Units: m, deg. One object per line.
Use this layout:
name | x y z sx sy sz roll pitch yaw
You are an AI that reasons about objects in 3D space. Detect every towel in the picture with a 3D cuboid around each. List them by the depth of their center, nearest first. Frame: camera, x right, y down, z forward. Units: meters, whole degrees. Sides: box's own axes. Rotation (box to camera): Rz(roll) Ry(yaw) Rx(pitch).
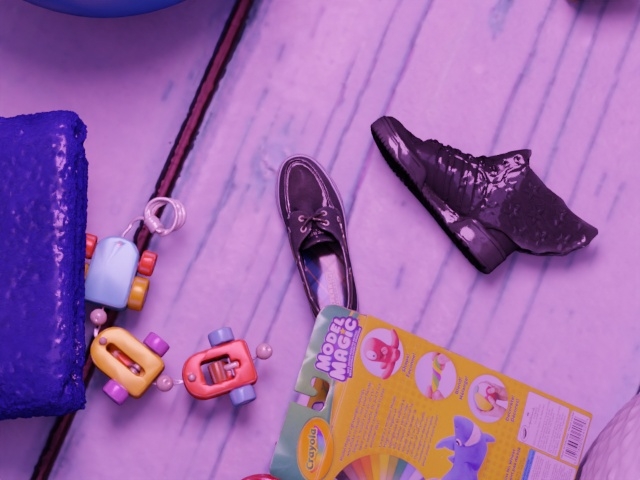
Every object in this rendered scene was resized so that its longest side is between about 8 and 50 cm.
towel | -0.314 0.021 1.447 0.308 0.076 0.227 -2 82 13

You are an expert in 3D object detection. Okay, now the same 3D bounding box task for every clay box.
clay box | 0.068 0.138 1.330 0.222 0.053 0.127 25 73 -22

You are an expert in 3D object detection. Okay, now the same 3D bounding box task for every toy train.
toy train | -0.116 0.058 1.463 0.125 0.046 0.166 -23 79 -8

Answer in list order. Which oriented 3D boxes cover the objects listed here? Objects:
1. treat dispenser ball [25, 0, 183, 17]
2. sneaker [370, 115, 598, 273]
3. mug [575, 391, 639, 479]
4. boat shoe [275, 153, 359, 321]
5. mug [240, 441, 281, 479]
treat dispenser ball | -0.155 -0.302 1.407 0.288 0.288 0.288 -1 79 3
sneaker | 0.120 -0.043 1.468 0.089 0.051 0.170 -38 85 -5
mug | 0.350 0.186 1.269 0.374 0.328 0.276 -12 79 0
boat shoe | 0.000 0.000 1.468 0.049 0.040 0.142 -16 79 0
mug | 0.022 0.220 1.405 0.150 0.113 0.169 -14 82 36
